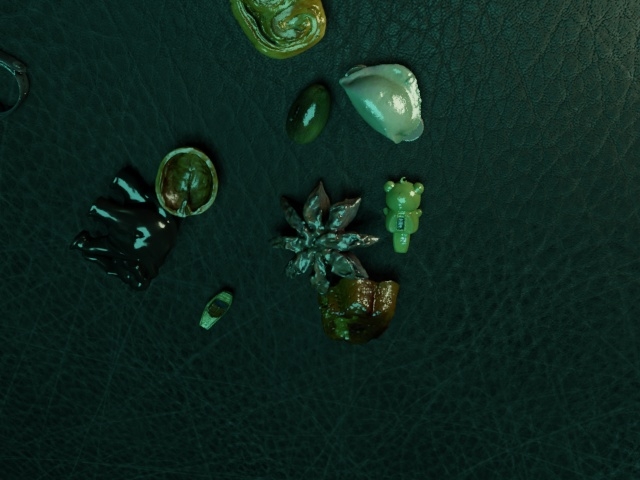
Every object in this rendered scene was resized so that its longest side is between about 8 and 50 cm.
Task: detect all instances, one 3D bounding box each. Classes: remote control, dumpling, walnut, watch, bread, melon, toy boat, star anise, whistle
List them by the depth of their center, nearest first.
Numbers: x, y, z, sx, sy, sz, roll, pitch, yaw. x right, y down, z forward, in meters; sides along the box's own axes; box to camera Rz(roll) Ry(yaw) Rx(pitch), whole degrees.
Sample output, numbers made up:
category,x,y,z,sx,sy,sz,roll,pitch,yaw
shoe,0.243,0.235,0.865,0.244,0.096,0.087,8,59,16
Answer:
category,x,y,z,sx,sy,sz,roll,pitch,yaw
bread,-0.101,-0.539,1.602,0.198,0.120,0.236,-22,115,22
dumpling,0.150,-0.342,1.676,0.217,0.149,0.105,39,160,-6
remote control,0.158,-0.341,1.736,0.245,0.022,0.077,40,120,-15
melon,-0.028,-0.317,1.746,0.099,0.099,0.162,26,118,-5
whistle,0.220,-0.067,1.865,0.105,0.085,0.227,4,122,10
watch,-0.898,-0.433,1.878,0.206,0.068,0.193,33,120,-14
star anise,-0.001,-0.002,1.904,0.332,0.118,0.331,3,101,17
walnut,-0.363,-0.172,1.918,0.167,0.087,0.211,12,117,-8
bread,0.101,0.200,2.021,0.232,0.135,0.246,12,141,-12
toy boat,-0.325,0.213,2.179,0.065,0.066,0.172,31,125,-13

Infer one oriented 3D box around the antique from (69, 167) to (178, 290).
category,x,y,z,sx,sy,sz,roll,pitch,yaw
antique,-0.547,-0.012,2.008,0.255,0.185,0.322,35,119,-10
